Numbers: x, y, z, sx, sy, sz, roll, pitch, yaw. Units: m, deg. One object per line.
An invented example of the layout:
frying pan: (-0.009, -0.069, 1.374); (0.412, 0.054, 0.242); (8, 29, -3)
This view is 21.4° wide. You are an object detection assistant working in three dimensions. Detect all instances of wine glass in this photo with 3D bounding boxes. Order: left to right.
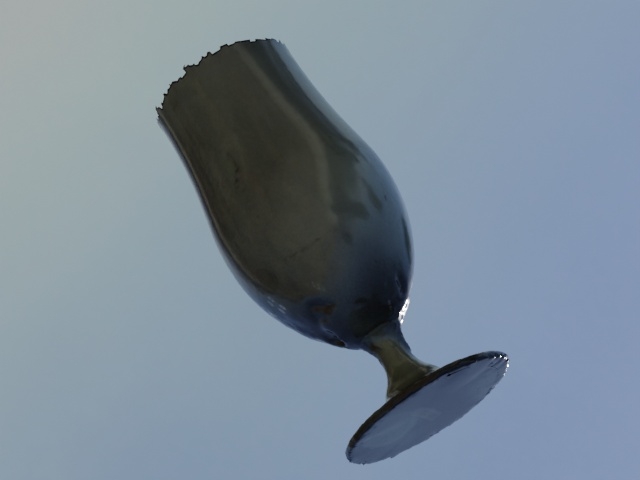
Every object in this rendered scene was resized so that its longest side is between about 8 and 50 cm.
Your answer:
wine glass: (0.000, 0.000, 0.812); (0.093, 0.202, 0.093); (-28, 157, -13)
